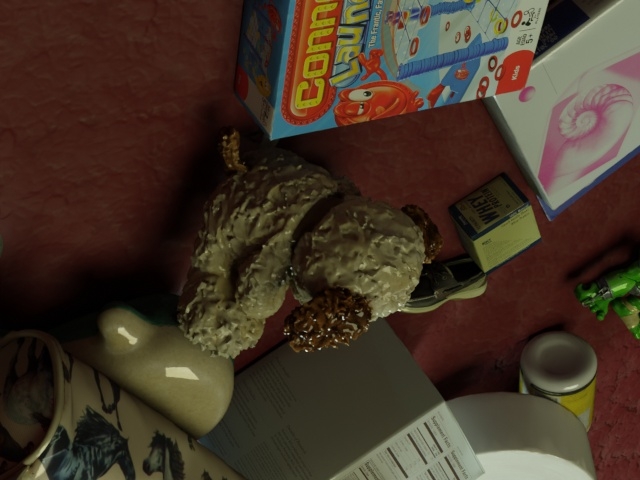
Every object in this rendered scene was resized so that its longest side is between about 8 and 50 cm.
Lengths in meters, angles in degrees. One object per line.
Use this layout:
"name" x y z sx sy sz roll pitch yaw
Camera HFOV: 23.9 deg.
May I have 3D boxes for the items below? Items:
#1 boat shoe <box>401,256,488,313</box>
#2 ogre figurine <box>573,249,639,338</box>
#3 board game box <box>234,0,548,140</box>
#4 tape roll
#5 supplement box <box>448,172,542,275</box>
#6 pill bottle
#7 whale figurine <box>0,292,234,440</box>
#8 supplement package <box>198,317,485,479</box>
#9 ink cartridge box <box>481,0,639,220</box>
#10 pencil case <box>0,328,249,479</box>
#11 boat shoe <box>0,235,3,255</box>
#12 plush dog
"boat shoe" 0.142 0.048 1.827 0.152 0.056 0.049 -15 132 -37
"ogre figurine" 0.431 0.063 2.019 0.197 0.096 0.118 32 125 -33
"board game box" 0.084 -0.265 1.448 0.302 0.086 0.308 -14 136 -25
"tape roll" 0.229 0.328 2.041 0.286 0.100 0.286 -2 137 -2
"supplement box" 0.208 -0.019 1.801 0.083 0.056 0.083 -33 141 -4
"pill bottle" 0.324 0.217 2.078 0.103 0.103 0.184 -23 139 -15
"whale figurine" -0.227 0.125 1.599 0.272 0.141 0.216 6 136 -9
"supplement package" 0.018 0.243 1.809 0.263 0.199 0.198 -34 141 -3
"ink cartridge box" 0.361 -0.185 1.741 0.324 0.071 0.330 -38 139 1
"pencil case" -0.190 0.262 1.509 0.160 0.183 0.410 -18 137 29
"boat shoe" -0.415 0.075 1.431 0.118 0.103 0.320 -11 143 -54
"plush dog" 0.000 0.000 1.493 0.262 0.225 0.210 -44 144 -35
